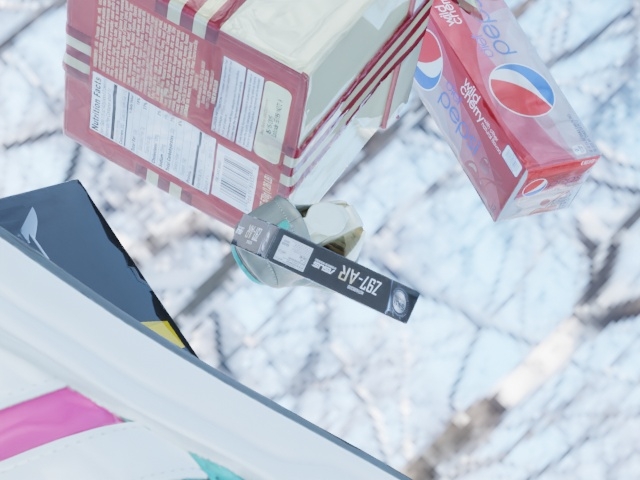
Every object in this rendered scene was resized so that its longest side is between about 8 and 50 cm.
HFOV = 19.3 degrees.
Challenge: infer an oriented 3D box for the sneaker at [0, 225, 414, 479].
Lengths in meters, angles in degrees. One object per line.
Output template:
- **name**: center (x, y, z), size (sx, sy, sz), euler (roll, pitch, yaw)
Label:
- **sneaker**: center (-0.089, 0.093, 0.339), size (0.295, 0.178, 0.124), euler (26, -56, -4)

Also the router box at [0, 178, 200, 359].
- **router box**: center (-0.196, 0.104, 1.116), size (0.081, 0.309, 0.243), euler (-42, -103, 32)

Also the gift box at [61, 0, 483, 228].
- **gift box**: center (-0.033, -0.168, 1.539), size (0.276, 0.258, 0.255), euler (31, -36, 9)

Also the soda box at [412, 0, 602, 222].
- **soda box**: center (0.153, -0.147, 1.763), size (0.263, 0.092, 0.083), euler (62, -32, 27)

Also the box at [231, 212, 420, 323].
- **box**: center (0.002, 0.014, 0.953), size (0.083, 0.018, 0.067), euler (25, -2, -19)

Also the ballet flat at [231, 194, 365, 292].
- **ballet flat**: center (0.000, 0.000, 1.380), size (0.072, 0.068, 0.213), euler (56, 15, 9)
